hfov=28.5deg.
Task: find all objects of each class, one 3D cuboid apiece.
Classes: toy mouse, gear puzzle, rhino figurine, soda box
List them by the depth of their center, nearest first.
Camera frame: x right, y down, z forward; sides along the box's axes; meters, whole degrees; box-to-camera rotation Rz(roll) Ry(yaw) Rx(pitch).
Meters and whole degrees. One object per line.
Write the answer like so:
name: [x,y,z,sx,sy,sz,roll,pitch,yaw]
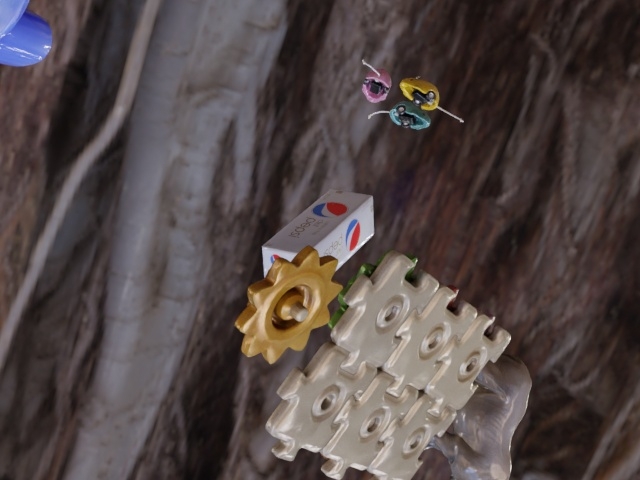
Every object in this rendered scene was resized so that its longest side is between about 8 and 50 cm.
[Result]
gear puzzle: [0.026,0.087,0.941,0.044,0.175,0.339,36,-179,34]
rhino figurine: [0.161,0.228,1.390,0.106,0.243,0.073,14,-177,12]
toy mouse: [0.110,-0.204,1.793,0.161,0.031,0.143,34,156,-16]
soda box: [0.000,0.000,1.818,0.073,0.069,0.216,10,-150,26]

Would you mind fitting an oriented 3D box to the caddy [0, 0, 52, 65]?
caddy: [-0.486,-0.383,1.708,0.341,0.241,0.179,34,-169,27]
